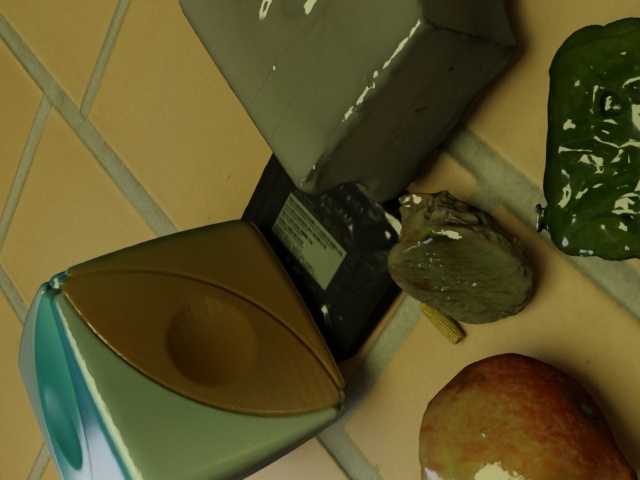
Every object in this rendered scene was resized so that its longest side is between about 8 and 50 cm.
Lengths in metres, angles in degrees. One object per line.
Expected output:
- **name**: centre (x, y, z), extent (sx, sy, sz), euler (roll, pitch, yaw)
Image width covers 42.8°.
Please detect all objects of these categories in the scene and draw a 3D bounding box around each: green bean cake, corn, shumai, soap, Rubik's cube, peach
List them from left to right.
- **Rubik's cube**: centre (-0.217, 0.208, 1.211), extent (0.347, 0.352, 0.351), euler (61, 142, 13)
- **soap**: centre (0.025, -0.312, 1.055), extent (0.350, 0.212, 0.435), euler (-47, 59, 29)
- **corn**: centre (0.166, 0.107, 1.123), extent (0.028, 0.027, 0.083), euler (-41, 65, 1)
- **shumai**: centre (0.181, 0.012, 1.047), extent (0.201, 0.201, 0.120), euler (-10, 45, 42)
- **peach**: centre (0.242, 0.255, 0.945), extent (0.256, 0.232, 0.233), euler (1, 94, 32)
- **green bean cake**: centre (0.364, -0.103, 0.844), extent (0.246, 0.156, 0.250), euler (4, 97, 40)

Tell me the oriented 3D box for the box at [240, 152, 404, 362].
- **box**: centre (0.000, 0.000, 1.225), extent (0.290, 0.073, 0.289), euler (48, 125, 25)
